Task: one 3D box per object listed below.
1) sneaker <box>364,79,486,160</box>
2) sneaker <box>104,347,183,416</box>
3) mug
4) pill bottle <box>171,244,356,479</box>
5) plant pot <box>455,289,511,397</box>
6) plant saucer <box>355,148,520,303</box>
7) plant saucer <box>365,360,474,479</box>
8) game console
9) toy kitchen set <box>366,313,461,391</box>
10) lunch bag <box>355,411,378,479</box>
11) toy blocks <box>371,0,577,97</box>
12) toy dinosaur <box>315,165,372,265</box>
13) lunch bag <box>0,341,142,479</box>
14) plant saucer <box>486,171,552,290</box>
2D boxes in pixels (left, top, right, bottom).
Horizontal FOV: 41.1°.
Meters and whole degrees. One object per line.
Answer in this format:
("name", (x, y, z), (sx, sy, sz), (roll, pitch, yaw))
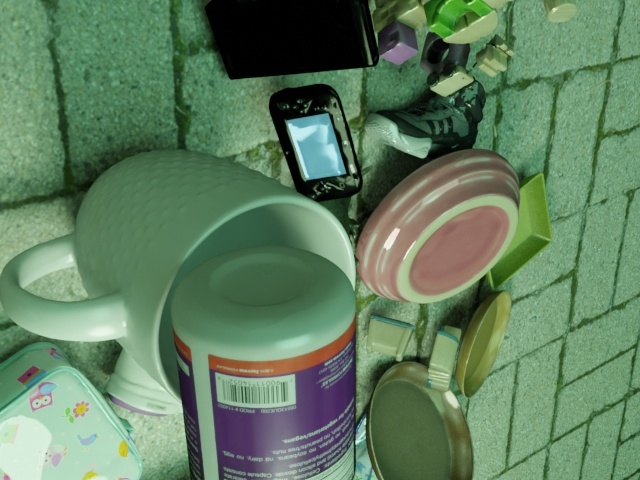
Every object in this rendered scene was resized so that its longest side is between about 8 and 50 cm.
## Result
("sneaker", (0.182, -0.215, 1.420), (0.269, 0.101, 0.153), (10, 104, -49))
("sneaker", (-0.176, 0.198, 1.305), (0.305, 0.114, 0.152), (19, 86, -48))
("mug", (-0.201, 0.033, 1.054), (0.374, 0.328, 0.276), (-15, 120, -34))
("pill bottle", (-0.053, 0.180, 0.895), (0.181, 0.181, 0.323), (-20, 123, -32))
("plant pot", (0.332, 0.209, 1.756), (0.236, 0.032, 0.236), (-43, 143, -44))
("plant saucer", (0.222, -0.006, 1.494), (0.332, 0.084, 0.332), (-21, 141, -18))
("plant saucer", (0.186, 0.392, 1.656), (0.311, 0.050, 0.310), (24, 54, -37))
("game console", (-0.010, -0.200, 1.197), (0.044, 0.213, 0.361), (-71, 152, -44))
("toy kitchen set", (0.180, 0.192, 1.633), (0.207, 0.166, 0.122), (74, 31, -67))
("lunch bag", (0.125, 0.411, 1.688), (0.129, 0.096, 0.151), (12, 90, -44))
("toy blocks", (0.181, -0.414, 1.218), (0.309, 0.289, 0.260), (17, 57, -46))
("toy dinosaur", (0.000, 0.000, 1.356), (0.313, 0.121, 0.160), (-47, 147, -7))
("lunch bag", (-0.382, 0.288, 1.182), (0.224, 0.108, 0.279), (-41, 133, -23))
("plant saucer", (0.380, -0.023, 1.716), (0.188, 0.045, 0.188), (-37, 130, -21))
